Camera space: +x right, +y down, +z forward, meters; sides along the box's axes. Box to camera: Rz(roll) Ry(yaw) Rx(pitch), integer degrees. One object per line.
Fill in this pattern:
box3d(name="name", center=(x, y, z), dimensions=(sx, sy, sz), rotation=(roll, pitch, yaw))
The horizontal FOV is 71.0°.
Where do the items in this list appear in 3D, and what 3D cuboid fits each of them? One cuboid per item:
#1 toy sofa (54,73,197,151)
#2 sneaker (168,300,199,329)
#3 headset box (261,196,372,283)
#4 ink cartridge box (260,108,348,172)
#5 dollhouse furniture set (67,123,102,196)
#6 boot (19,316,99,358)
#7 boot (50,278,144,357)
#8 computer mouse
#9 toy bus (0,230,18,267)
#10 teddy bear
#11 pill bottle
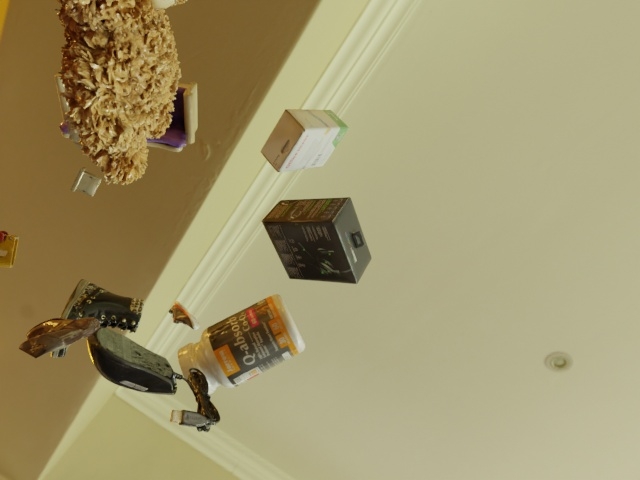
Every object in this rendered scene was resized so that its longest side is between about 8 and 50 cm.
box3d(name="toy sofa", center=(-0.537, -0.373, 1.264), dimensions=(0.363, 0.177, 0.150), rotation=(7, -55, -6))
box3d(name="sneaker", center=(-0.502, 0.288, 1.640), dimensions=(0.158, 0.065, 0.061), rotation=(33, -18, 39))
box3d(name="headset box", center=(0.000, 0.000, 1.407), dimensions=(0.283, 0.131, 0.246), rotation=(1, -51, 34))
box3d(name="ink cartridge box", center=(-0.043, -0.285, 1.270), dimensions=(0.093, 0.212, 0.154), rotation=(48, -54, 14))
box3d(name="dollhouse furniture set", center=(-0.544, -0.201, 1.047), dimensions=(0.101, 0.182, 0.160), rotation=(26, -88, -25))
box3d(name="boot", center=(-0.364, 0.131, 0.587), dimensions=(0.107, 0.114, 0.037), rotation=(-15, -85, 0))
box3d(name="boot", center=(-0.553, 0.206, 1.131), dimensions=(0.179, 0.236, 0.085), rotation=(20, -59, -21))
box3d(name="computer mouse", center=(-0.294, 0.256, 0.777), dimensions=(0.060, 0.184, 0.262), rotation=(-51, -54, -1))
box3d(name="toy bus", center=(-0.888, 0.019, 1.145), dimensions=(0.202, 0.191, 0.104), rotation=(7, -93, 17))
box3d(name="teddy bear", center=(-0.201, -0.202, 0.489), dimensions=(0.113, 0.245, 0.337), rotation=(22, -49, -2))
box3d(name="pill bottle", center=(-0.191, 0.259, 1.097), dimensions=(0.279, 0.162, 0.162), rotation=(-27, -70, -8))
